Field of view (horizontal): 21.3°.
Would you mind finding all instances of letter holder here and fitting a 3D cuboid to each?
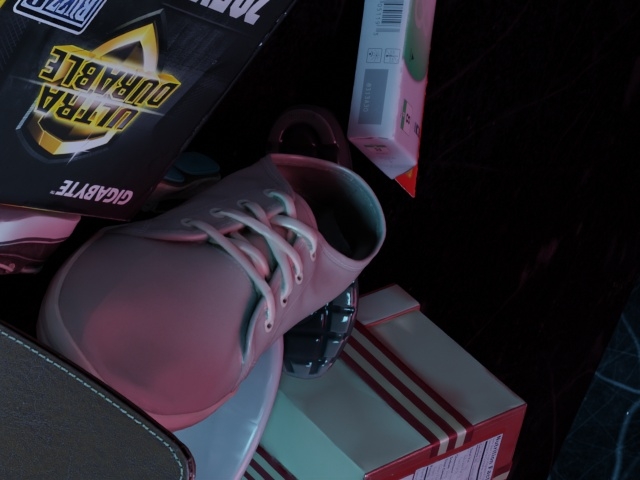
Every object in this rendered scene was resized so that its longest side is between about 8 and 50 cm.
[{"bbox_3d":[-0.207,0.162,1.166,0.152,0.302,0.214,9,105,-66],"label":"letter holder"}]

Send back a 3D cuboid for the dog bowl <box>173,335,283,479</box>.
[{"bbox_3d":[-0.158,0.166,1.530,0.349,0.102,0.348,-47,153,-34],"label":"dog bowl"}]

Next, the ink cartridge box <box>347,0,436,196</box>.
[{"bbox_3d":[0.093,-0.154,1.710,0.225,0.056,0.181,34,61,-65],"label":"ink cartridge box"}]

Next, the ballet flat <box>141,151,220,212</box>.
[{"bbox_3d":[-0.134,-0.045,1.420,0.052,0.057,0.168,-59,158,14],"label":"ballet flat"}]

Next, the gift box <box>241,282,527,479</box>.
[{"bbox_3d":[0.020,0.206,1.768,0.276,0.258,0.255,-13,130,-37],"label":"gift box"}]

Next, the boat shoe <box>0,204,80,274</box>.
[{"bbox_3d":[-0.245,-0.003,1.196,0.070,0.078,0.219,-59,159,10],"label":"boat shoe"}]

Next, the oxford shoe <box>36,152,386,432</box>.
[{"bbox_3d":[-0.074,0.024,1.361,0.130,0.169,0.449,-40,176,28],"label":"oxford shoe"}]

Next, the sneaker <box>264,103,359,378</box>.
[{"bbox_3d":[0.000,0.000,1.646,0.106,0.101,0.267,-32,127,-73],"label":"sneaker"}]

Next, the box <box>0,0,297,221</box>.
[{"bbox_3d":[-0.159,-0.140,1.159,0.257,0.079,0.322,-53,159,12],"label":"box"}]
